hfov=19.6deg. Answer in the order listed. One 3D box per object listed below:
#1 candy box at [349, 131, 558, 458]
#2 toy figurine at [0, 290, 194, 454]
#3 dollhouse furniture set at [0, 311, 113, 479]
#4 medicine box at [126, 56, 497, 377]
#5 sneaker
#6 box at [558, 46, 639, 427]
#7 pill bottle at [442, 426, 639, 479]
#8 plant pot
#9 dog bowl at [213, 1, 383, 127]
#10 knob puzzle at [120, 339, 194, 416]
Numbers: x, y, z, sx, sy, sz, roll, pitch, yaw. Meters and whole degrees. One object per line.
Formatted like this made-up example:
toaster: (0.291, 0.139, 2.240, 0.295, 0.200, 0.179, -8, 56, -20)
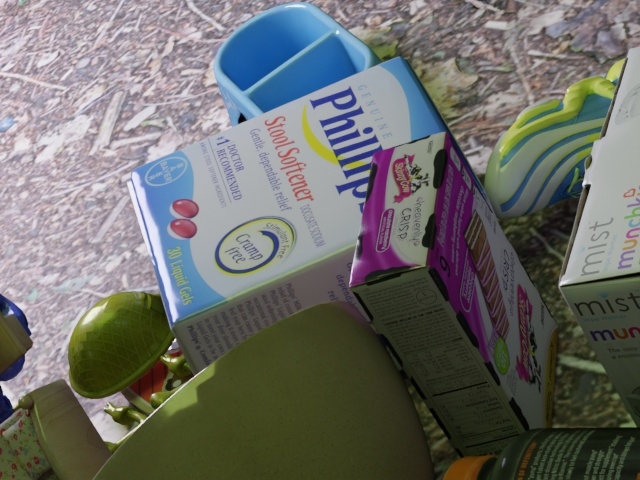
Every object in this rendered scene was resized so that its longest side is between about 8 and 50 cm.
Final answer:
candy box: (0.112, 0.054, 1.469, 0.071, 0.233, 0.159, -15, 39, 23)
toy figurine: (-0.314, 0.132, 1.697, 0.362, 0.217, 0.191, -40, 30, -1)
dollhouse furniture set: (-0.341, 0.240, 1.548, 0.303, 0.355, 0.174, -38, -8, 25)
medicine box: (0.000, 0.000, 1.675, 0.289, 0.149, 0.263, -24, 35, 0)
sneaker: (0.257, -0.088, 1.641, 0.240, 0.091, 0.126, -39, 38, -27)
box: (0.296, 0.012, 1.379, 0.126, 0.231, 0.262, -8, 40, 32)
pill bottle: (0.206, 0.196, 1.308, 0.245, 0.130, 0.130, -4, 43, 35)
plant pot: (-0.019, 0.210, 1.389, 0.284, 0.284, 0.191, -39, 72, -10)
dog bowl: (-0.017, -0.167, 1.992, 0.166, 0.074, 0.297, -36, 35, -5)
knob puzzle: (-0.114, 0.099, 1.774, 0.213, 0.030, 0.213, -21, 36, 16)
